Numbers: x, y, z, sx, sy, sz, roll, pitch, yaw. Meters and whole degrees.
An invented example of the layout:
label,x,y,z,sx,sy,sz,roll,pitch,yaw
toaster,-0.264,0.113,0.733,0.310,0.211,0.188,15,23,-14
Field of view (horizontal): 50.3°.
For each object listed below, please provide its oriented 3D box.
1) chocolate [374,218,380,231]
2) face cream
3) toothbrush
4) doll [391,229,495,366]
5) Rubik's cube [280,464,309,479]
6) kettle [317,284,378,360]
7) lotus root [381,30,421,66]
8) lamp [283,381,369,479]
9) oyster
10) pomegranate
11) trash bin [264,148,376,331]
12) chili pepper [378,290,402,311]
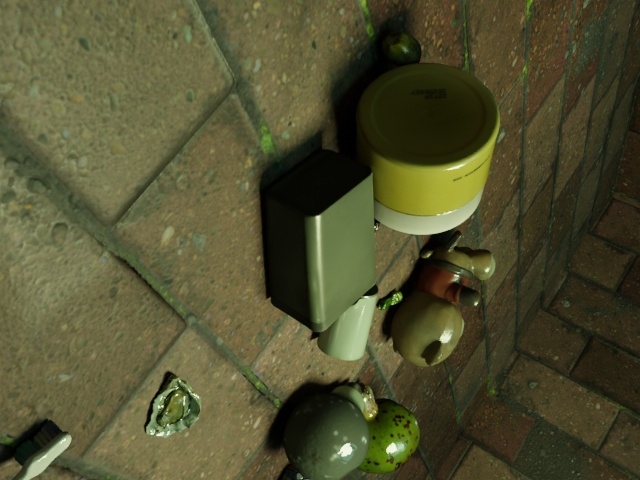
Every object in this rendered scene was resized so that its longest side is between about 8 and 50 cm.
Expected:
label,x,y,z,sx,sy,sz,roll,pitch,yaw
chocolate,0.079,0.016,1.287,0.070,0.072,0.147,-4,126,-6
face cream,0.165,-0.147,1.095,0.218,0.218,0.179,-49,158,-23
toothbrush,-0.449,0.357,0.739,0.418,0.040,0.042,-44,150,-30
doll,0.285,0.145,1.648,0.174,0.235,0.329,28,81,-20
Rubik's cube,-0.039,0.562,1.571,0.111,0.111,0.093,-46,174,-26
kettle,0.063,0.147,1.355,0.127,0.098,0.148,-14,124,-48
lotus root,0.133,-0.303,1.092,0.099,0.054,0.049,1,103,-59
lamp,0.022,0.413,1.486,0.181,0.182,0.314,-62,171,2
oyster,-0.229,0.255,1.038,0.100,0.037,0.098,-39,132,1
pomegranate,0.138,0.467,1.709,0.202,0.202,0.247,-38,117,-37
trash bin,0.000,0.000,1.086,0.164,0.122,0.240,-41,145,-33
chili pepper,0.160,0.143,1.594,0.091,0.034,0.030,-24,102,-49
